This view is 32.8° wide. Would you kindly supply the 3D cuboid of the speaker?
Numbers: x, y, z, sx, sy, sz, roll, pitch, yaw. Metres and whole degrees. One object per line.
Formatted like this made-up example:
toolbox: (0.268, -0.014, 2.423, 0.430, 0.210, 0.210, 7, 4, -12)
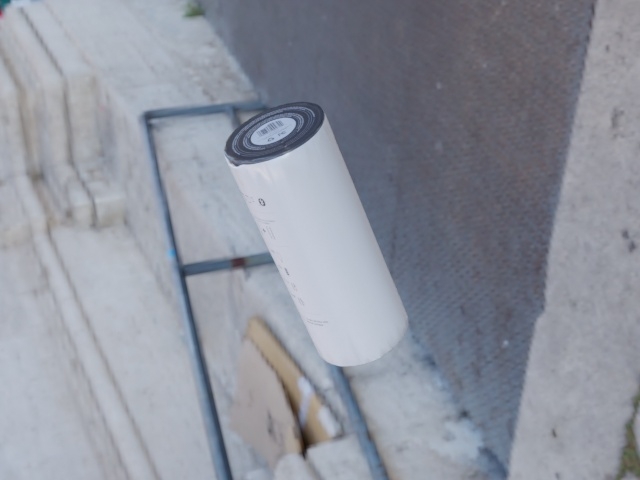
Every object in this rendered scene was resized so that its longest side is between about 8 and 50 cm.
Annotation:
speaker: (0.000, 0.000, 0.562, 0.055, 0.055, 0.136, 43, 160, 57)
